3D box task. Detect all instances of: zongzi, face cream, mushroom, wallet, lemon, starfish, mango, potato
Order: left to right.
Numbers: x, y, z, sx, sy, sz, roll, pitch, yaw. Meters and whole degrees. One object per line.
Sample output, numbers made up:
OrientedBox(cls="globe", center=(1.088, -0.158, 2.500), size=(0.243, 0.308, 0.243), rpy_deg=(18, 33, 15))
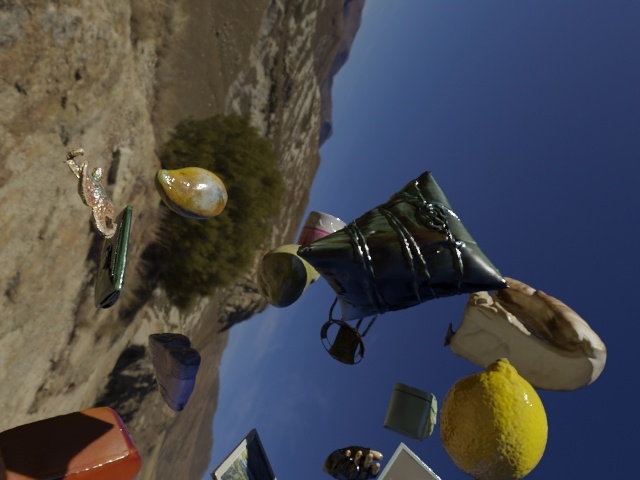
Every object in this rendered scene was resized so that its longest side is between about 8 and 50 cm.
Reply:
OrientedBox(cls="starfish", center=(-0.454, -0.085, 0.959), size=(0.210, 0.053, 0.150), rpy_deg=(95, -12, -63))
OrientedBox(cls="wallet", center=(-0.524, 0.041, 1.217), size=(0.160, 0.055, 0.236), rpy_deg=(-33, -128, 44))
OrientedBox(cls="mango", center=(-0.473, -0.180, 1.762), size=(0.146, 0.316, 0.193), rpy_deg=(-8, -102, 30))
OrientedBox(cls="potato", center=(-0.075, 0.081, 1.239), size=(0.193, 0.157, 0.157), rpy_deg=(-26, 162, -38))
OrientedBox(cls="face cream", center=(0.000, 0.000, 1.943), size=(0.175, 0.175, 0.195), rpy_deg=(159, -49, -76))
OrientedBox(cls="zongzi", center=(0.151, 0.071, 1.082), size=(0.362, 0.383, 0.319), rpy_deg=(82, -11, -57))
OrientedBox(cls="lemon", center=(0.312, 0.336, 0.877), size=(0.187, 0.186, 0.244), rpy_deg=(-105, -156, -75))
OrientedBox(cls="mushroom", center=(0.621, 0.273, 1.384), size=(0.397, 0.313, 0.225), rpy_deg=(22, -71, 42))

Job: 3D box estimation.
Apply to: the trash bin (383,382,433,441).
OrientedBox(cls="trash bin", center=(0.254, 0.494, 1.383), size=(0.059, 0.116, 0.130), rpy_deg=(84, 26, -56))

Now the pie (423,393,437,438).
OrientedBox(cls="pie", center=(0.445, 0.737, 2.011), size=(0.187, 0.041, 0.187), rpy_deg=(-167, -90, -90))

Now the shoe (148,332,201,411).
OrientedBox(cls="shoe", center=(-0.374, 0.317, 1.195), size=(0.245, 0.095, 0.138), rpy_deg=(17, -86, 54))

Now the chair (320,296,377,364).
OrientedBox(cls="chair", center=(0.091, 0.308, 1.629), size=(0.213, 0.174, 0.149), rpy_deg=(-66, 152, -9))

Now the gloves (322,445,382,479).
OrientedBox(cls="gloves", center=(0.119, 0.746, 1.594), size=(0.203, 0.164, 0.124), rpy_deg=(-11, -88, 55))

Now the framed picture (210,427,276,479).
OrientedBox(cls="framed picture", center=(-0.202, 0.713, 1.383), size=(0.020, 0.241, 0.324), rpy_deg=(-25, 173, 10))

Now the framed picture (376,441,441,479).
OrientedBox(cls="framed picture", center=(0.319, 0.975, 1.841), size=(0.296, 0.232, 0.019), rpy_deg=(-41, 170, -34))

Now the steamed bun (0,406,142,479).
OrientedBox(cls="steamed bun", center=(-0.710, 0.635, 1.308), size=(0.235, 0.379, 0.248), rpy_deg=(43, -64, 34))
